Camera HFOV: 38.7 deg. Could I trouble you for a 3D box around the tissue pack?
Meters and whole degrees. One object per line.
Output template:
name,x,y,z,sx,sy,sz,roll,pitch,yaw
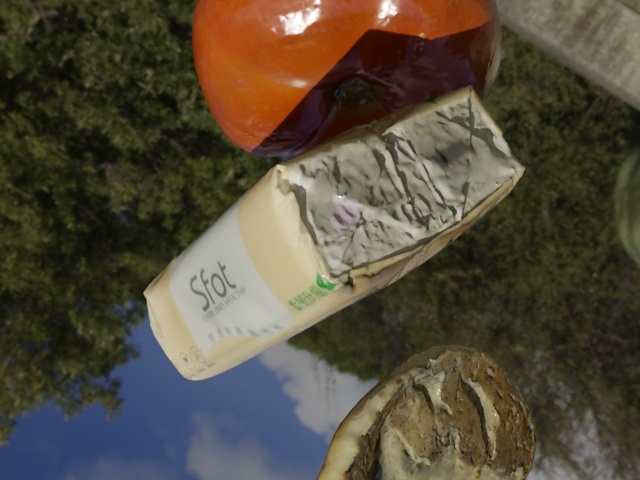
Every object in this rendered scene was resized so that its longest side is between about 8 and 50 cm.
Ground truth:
tissue pack,0.000,0.000,0.594,0.186,0.222,0.090,-28,-93,-35

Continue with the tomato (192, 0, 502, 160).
tomato,0.016,-0.167,0.718,0.259,0.259,0.180,26,-134,-43

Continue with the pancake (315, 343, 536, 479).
pancake,0.128,0.305,1.115,0.387,0.387,0.082,26,176,-43
